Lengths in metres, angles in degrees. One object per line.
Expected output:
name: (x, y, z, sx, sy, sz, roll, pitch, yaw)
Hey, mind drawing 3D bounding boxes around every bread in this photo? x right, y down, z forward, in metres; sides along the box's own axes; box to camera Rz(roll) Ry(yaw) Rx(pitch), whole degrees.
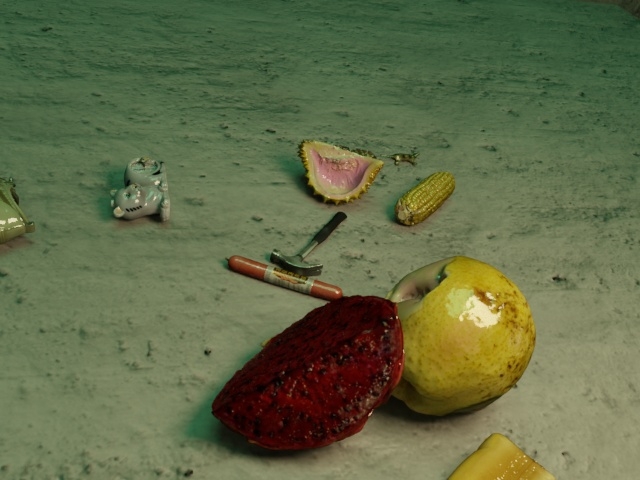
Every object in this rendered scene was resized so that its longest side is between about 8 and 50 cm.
bread: (0.255, 0.374, 0.974, 0.173, 0.085, 0.134, -25, 55, -40)

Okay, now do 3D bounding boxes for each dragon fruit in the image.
dragon fruit: (0.008, 0.208, 1.051, 0.316, 0.152, 0.205, -30, 15, 8)

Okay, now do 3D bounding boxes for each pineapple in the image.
pineapple: (0.062, -0.206, 1.674, 0.159, 0.074, 0.074, 21, 38, 24)

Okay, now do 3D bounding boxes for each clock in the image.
clock: (-0.381, -0.108, 1.406, 0.117, 0.080, 0.176, -2, 42, -17)

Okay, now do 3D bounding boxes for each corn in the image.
corn: (0.250, -0.101, 1.579, 0.080, 0.080, 0.238, 31, 41, 22)

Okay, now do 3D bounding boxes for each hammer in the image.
hammer: (0.000, 0.000, 1.424, 0.103, 0.029, 0.246, 26, 38, 17)

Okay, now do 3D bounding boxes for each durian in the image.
durian: (0.043, -0.164, 1.561, 0.182, 0.132, 0.165, -2, 32, -13)

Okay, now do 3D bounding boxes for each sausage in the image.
sausage: (-0.068, 0.074, 1.305, 0.253, 0.034, 0.034, 17, 38, 4)

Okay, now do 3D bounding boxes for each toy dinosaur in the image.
toy dinosaur: (0.209, -0.220, 1.770, 0.119, 0.029, 0.060, -1, 24, -8)

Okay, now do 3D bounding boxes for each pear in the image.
pear: (0.208, 0.157, 1.102, 0.270, 0.271, 0.271, 8, 38, -6)

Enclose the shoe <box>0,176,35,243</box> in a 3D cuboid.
shoe: (-0.637, -0.090, 1.298, 0.098, 0.103, 0.275, -14, 51, -32)
